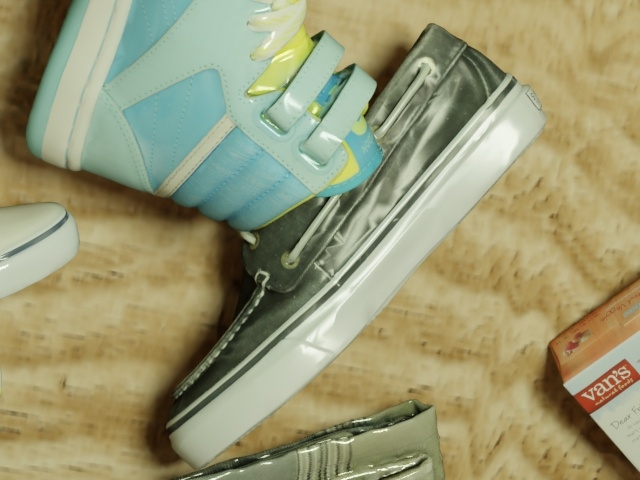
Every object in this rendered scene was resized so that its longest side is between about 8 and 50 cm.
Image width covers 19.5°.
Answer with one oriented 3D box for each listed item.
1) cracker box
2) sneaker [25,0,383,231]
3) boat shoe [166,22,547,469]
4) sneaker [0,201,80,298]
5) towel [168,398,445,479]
[{"bbox_3d":[0.298,0.120,1.357,0.156,0.067,0.232,-37,114,14],"label":"cracker box"},{"bbox_3d":[-0.031,-0.144,1.104,0.208,0.127,0.319,26,125,-1],"label":"sneaker"},{"bbox_3d":[0.000,0.000,1.235,0.119,0.121,0.335,42,87,-1],"label":"boat shoe"},{"bbox_3d":[-0.276,0.001,1.135,0.258,0.094,0.091,-13,111,-16],"label":"sneaker"},{"bbox_3d":[-0.037,0.293,1.292,0.312,0.056,0.324,-17,113,-16],"label":"towel"}]
